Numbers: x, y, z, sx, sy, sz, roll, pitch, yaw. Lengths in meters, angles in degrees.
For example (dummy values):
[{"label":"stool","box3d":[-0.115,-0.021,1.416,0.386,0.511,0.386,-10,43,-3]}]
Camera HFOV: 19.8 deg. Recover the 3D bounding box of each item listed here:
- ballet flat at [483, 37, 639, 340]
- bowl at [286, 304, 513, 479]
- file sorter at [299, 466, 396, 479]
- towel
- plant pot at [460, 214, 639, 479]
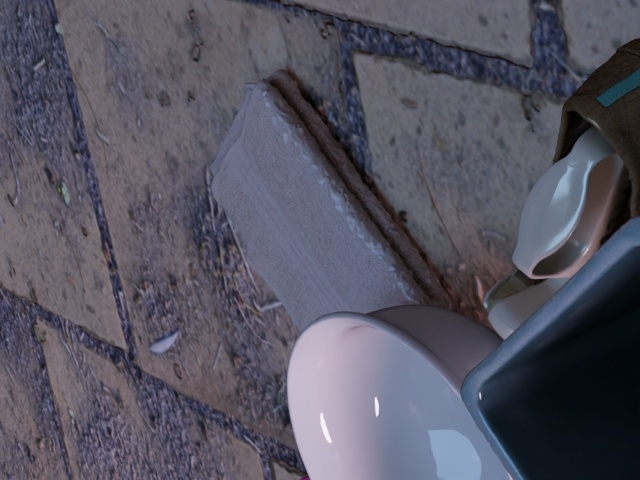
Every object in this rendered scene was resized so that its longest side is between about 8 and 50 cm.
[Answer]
[{"label":"ballet flat","box3d":[0.182,0.010,1.303,0.116,0.124,0.342,46,145,28]},{"label":"bowl","box3d":[0.115,0.166,1.477,0.298,0.134,0.298,36,141,36]},{"label":"file sorter","box3d":[-0.016,0.332,1.699,0.291,0.182,0.202,145,106,-72]},{"label":"towel","box3d":[0.000,0.000,1.645,0.282,0.049,0.187,54,148,17]},{"label":"plant pot","box3d":[0.286,0.093,1.082,0.247,0.252,0.248,57,149,13]}]
